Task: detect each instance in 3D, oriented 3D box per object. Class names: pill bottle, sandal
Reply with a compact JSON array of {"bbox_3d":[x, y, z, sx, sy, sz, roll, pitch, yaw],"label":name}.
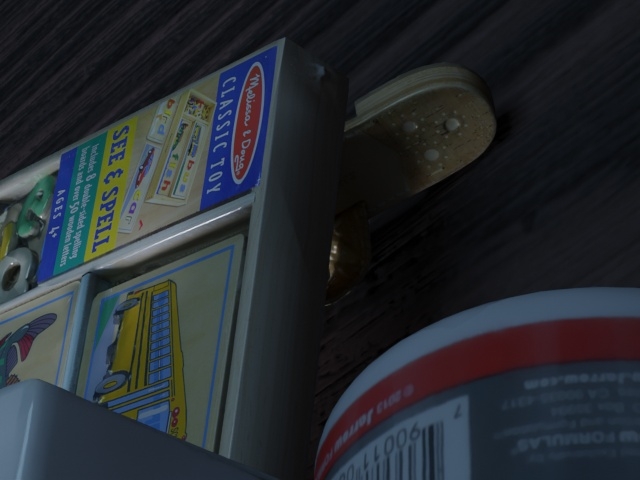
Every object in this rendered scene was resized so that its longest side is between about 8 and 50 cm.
[{"bbox_3d":[0.098,0.212,0.639,0.210,0.210,0.363,-33,39,34],"label":"pill bottle"},{"bbox_3d":[-0.004,-0.004,1.089,0.240,0.088,0.079,-35,32,23],"label":"sandal"}]

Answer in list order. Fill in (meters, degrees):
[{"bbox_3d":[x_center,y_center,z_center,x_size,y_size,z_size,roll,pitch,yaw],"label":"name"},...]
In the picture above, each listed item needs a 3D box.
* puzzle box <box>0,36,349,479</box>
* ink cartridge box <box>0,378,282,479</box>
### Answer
[{"bbox_3d":[-0.114,0.119,1.002,0.272,0.052,0.409,-22,50,40],"label":"puzzle box"},{"bbox_3d":[-0.168,0.275,0.777,0.279,0.160,0.385,-19,52,42],"label":"ink cartridge box"}]
